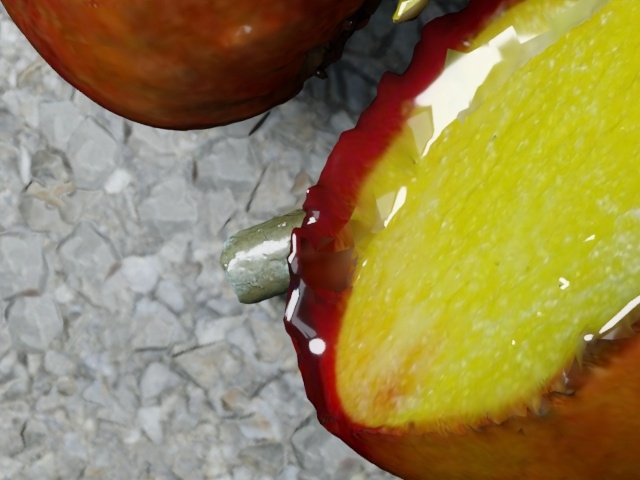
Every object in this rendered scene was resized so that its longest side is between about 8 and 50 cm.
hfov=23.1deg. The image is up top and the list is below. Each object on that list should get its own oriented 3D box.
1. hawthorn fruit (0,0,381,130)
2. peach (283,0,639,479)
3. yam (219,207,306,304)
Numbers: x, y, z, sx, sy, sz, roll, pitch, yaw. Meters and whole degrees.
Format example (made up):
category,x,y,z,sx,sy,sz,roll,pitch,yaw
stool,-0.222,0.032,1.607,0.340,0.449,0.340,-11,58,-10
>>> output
category,x,y,z,sx,sy,sz,roll,pitch,yaw
hawthorn fruit,-0.074,-0.235,0.926,0.308,0.308,0.325,-24,89,16
peach,0.190,-0.005,0.873,0.406,0.310,0.335,-47,42,22
yam,0.000,0.000,1.062,0.132,0.054,0.054,-21,93,15
